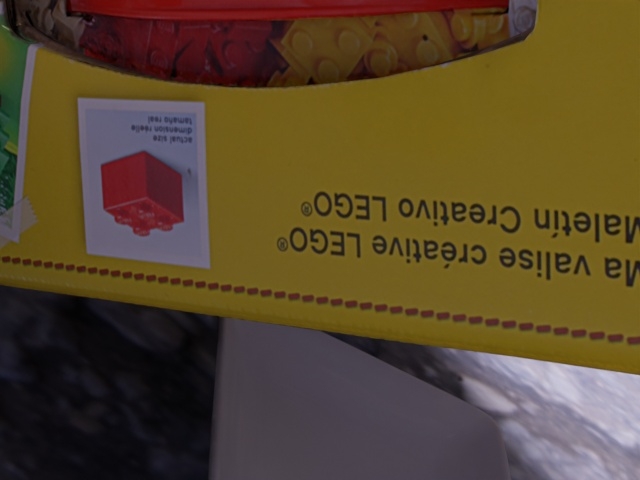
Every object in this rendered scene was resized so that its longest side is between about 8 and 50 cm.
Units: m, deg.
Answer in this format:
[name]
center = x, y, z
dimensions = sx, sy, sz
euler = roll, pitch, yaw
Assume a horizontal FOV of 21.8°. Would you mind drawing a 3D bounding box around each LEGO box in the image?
[LEGO box]
center = 0.091, -0.098, 0.561
dimensions = 0.500, 0.193, 0.372
euler = 6, 13, 39

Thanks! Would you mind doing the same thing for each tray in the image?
[tray]
center = 0.016, 0.126, 0.615
dimensions = 0.145, 0.030, 0.270
euler = 26, 26, -16
